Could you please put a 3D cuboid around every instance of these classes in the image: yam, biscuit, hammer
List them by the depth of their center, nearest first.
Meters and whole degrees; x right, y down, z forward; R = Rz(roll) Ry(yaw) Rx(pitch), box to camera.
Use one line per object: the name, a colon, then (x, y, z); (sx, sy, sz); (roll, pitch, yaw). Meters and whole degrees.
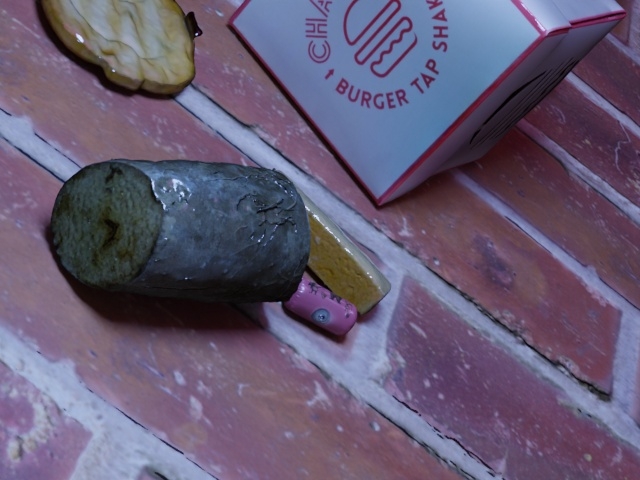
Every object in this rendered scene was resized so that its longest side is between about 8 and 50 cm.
yam: (-0.117, -0.010, 1.474); (0.254, 0.154, 0.154); (6, 48, -47)
hammer: (0.000, 0.070, 1.601); (0.083, 0.043, 0.043); (31, 35, -21)
biscuit: (0.000, 0.000, 1.671); (0.188, 0.052, 0.056); (47, 17, 4)
biscuit: (-0.230, -0.263, 1.730); (0.203, 0.041, 0.260); (19, 40, -29)

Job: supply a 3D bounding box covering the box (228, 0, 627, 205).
box: (0.140, -0.277, 1.892); (0.312, 0.314, 0.300); (51, 31, 12)
